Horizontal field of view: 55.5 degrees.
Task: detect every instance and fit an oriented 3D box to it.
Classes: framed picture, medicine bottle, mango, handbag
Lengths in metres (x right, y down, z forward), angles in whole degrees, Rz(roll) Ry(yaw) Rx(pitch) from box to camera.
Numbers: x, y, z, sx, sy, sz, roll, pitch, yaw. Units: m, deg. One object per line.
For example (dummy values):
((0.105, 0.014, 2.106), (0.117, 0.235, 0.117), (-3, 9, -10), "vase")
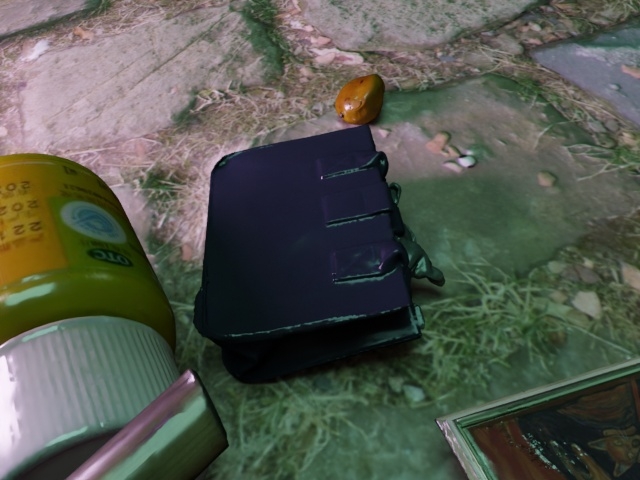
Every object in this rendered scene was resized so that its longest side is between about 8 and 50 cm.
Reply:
((0.266, 0.203, 0.521), (0.273, 0.016, 0.216), (-11, 44, -19), "framed picture")
((-0.262, 0.094, 0.606), (0.224, 0.224, 0.384), (-25, 46, -15), "medicine bottle")
((0.069, -0.233, 0.990), (0.080, 0.060, 0.114), (4, 47, 35), "mango")
((0.000, 0.000, 0.735), (0.269, 0.118, 0.326), (-12, 46, 7), "handbag")

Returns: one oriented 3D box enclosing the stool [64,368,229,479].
((-0.095, 0.261, 0.313), (0.226, 0.310, 0.310), (-26, 20, -18), "stool")
